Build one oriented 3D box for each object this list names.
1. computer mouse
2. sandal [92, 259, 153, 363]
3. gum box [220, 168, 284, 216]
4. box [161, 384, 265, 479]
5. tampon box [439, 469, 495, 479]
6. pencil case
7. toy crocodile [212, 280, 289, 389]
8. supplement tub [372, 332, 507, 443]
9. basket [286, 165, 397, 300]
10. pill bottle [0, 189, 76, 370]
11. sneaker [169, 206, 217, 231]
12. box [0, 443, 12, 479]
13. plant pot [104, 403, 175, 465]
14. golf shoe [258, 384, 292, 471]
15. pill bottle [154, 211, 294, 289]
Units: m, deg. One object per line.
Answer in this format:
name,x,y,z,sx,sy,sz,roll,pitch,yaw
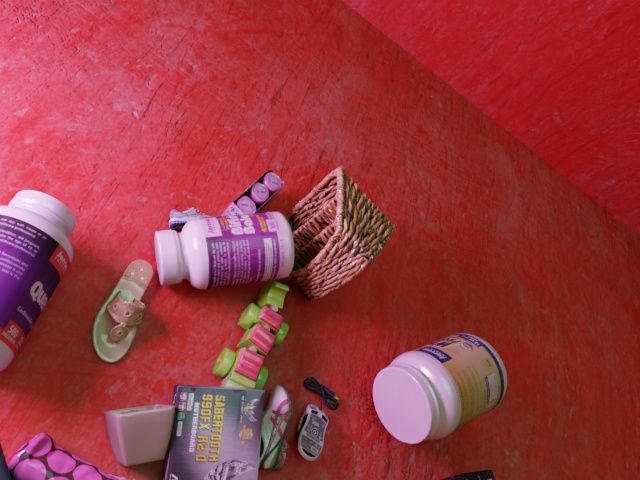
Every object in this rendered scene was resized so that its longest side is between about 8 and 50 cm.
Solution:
computer mouse,-0.019,0.431,1.236,0.106,0.042,0.193,41,42,-15
sandal,-0.412,0.134,1.100,0.088,0.079,0.240,26,52,-21
gum box,-0.183,-0.105,1.389,0.062,0.107,0.188,45,47,-6
box,-0.215,0.413,1.041,0.183,0.056,0.230,11,73,-22
tampon box,0.373,0.671,1.331,0.161,0.101,0.120,5,62,-35
pencil case,-0.435,0.418,0.908,0.209,0.095,0.098,37,41,-10
toy crocodile,-0.152,0.245,1.204,0.115,0.105,0.340,35,49,-14
supplement tub,0.316,0.387,1.374,0.316,0.228,0.228,-9,70,-39
basket,0.000,0.000,1.330,0.223,0.299,0.213,47,48,-6
pill bottle,-0.583,0.065,0.948,0.182,0.181,0.322,29,51,-19
sneaker,-0.316,-0.059,1.306,0.135,0.052,0.058,1,59,-36
box,-0.524,0.401,0.772,0.108,0.207,0.153,-15,73,-40
plant pot,-0.347,0.373,0.995,0.109,0.109,0.096,2,76,-35
golf shoe,-0.113,0.413,1.159,0.086,0.067,0.186,20,54,-23
pill bottle,-0.227,0.025,1.220,0.302,0.169,0.169,-7,68,-23
